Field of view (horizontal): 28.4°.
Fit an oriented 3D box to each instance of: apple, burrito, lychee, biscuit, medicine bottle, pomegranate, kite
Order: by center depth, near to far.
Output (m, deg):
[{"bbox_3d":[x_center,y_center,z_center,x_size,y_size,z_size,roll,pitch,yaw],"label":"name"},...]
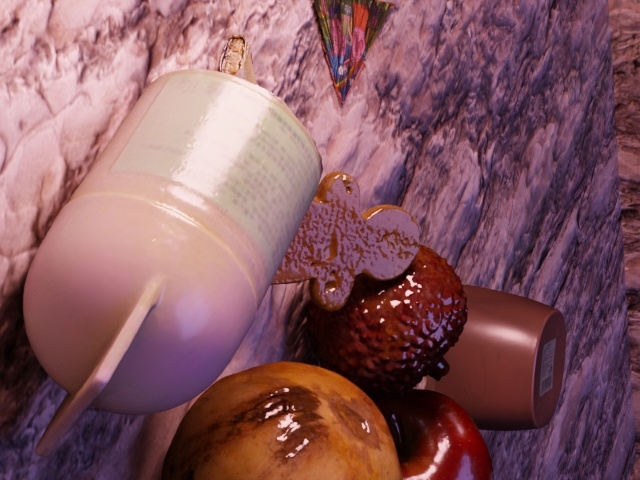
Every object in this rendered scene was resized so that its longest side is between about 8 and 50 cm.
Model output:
[{"bbox_3d":[-0.176,0.032,1.347,0.235,0.236,0.406,69,36,-44],"label":"medicine bottle"},{"bbox_3d":[-0.046,0.305,1.611,0.322,0.322,0.322,-25,118,-61],"label":"pomegranate"},{"bbox_3d":[-0.103,-0.195,1.668,0.055,0.041,0.149,-64,147,-61],"label":"burrito"},{"bbox_3d":[0.000,0.000,1.756,0.302,0.049,0.196,0,104,-25],"label":"biscuit"},{"bbox_3d":[0.097,0.112,1.920,0.260,0.261,0.260,-25,118,-61],"label":"lychee"},{"bbox_3d":[0.049,-0.324,1.978,0.321,0.016,0.233,-8,103,-63],"label":"kite"},{"bbox_3d":[0.144,0.402,2.058,0.316,0.288,0.288,83,27,-46],"label":"apple"}]

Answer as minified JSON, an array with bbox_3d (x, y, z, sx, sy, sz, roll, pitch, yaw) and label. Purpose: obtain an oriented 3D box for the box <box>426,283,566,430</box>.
[{"bbox_3d":[0.356,0.244,2.521,0.301,0.216,0.300,-30,125,-58],"label":"box"}]
